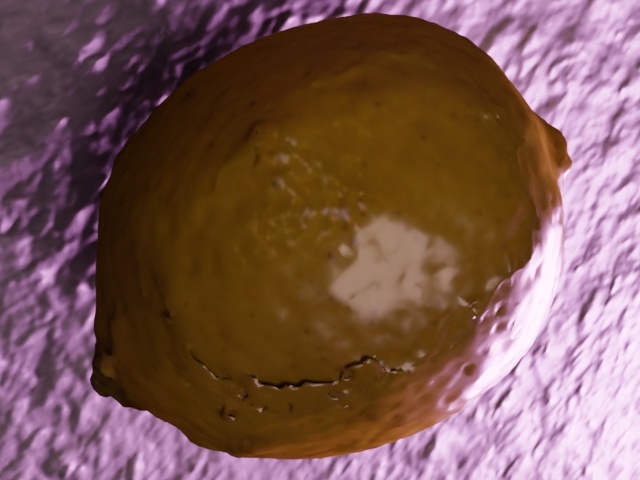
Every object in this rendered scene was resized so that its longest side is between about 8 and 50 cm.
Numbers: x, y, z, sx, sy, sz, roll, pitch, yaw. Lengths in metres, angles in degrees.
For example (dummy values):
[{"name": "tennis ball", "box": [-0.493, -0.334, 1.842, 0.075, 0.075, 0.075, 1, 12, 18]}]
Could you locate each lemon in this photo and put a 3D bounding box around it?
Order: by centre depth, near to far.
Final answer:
[{"name": "lemon", "box": [0.000, 0.000, 0.920, 0.310, 0.253, 0.253, -27, 130, -2]}]
